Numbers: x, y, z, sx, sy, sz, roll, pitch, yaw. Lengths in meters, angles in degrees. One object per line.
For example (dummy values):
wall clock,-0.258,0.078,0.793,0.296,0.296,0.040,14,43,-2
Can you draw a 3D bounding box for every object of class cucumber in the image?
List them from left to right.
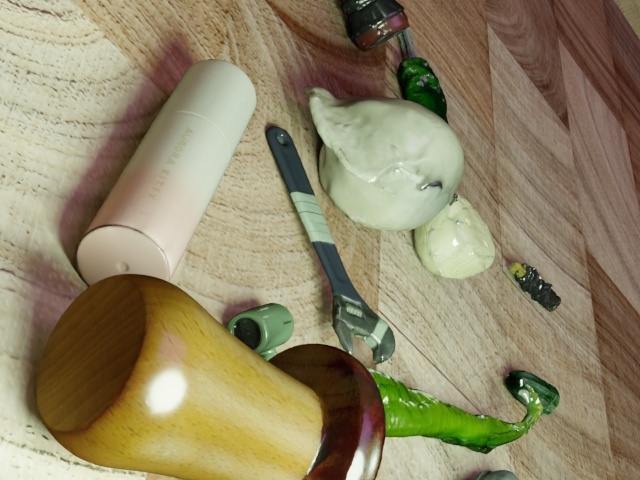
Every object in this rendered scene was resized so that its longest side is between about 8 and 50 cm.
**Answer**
cucumber,0.300,0.213,1.840,0.105,0.048,0.048,34,40,-45

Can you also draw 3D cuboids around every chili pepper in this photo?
chili pepper,0.161,-0.174,1.913,0.098,0.061,0.224,44,31,-48
chili pepper,0.149,0.206,1.542,0.359,0.076,0.085,15,58,-49

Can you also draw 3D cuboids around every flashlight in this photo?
flashlight,0.040,-0.390,1.852,0.232,0.093,0.093,62,27,-4

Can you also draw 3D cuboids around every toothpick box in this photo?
toothpick box,-0.079,0.145,1.071,0.294,0.192,0.192,33,40,-38

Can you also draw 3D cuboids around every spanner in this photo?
spanner,0.000,0.000,1.480,0.087,0.024,0.316,1,59,-49

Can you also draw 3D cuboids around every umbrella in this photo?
umbrella,0.341,0.070,2.050,0.144,0.037,0.040,38,50,-46

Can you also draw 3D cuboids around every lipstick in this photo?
lipstick,-0.140,-0.066,1.243,0.087,0.087,0.327,53,29,-22

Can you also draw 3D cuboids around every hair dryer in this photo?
hair dryer,-0.043,0.139,1.297,0.071,0.047,0.150,-13,85,-64

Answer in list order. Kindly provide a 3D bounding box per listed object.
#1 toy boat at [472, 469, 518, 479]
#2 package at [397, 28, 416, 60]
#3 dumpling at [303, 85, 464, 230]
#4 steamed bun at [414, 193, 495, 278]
toy boat,0.196,0.324,1.539,0.078,0.085,0.260,67,16,4
package,0.134,-0.315,2.034,0.037,0.015,0.110,19,52,-56
dumpling,0.065,-0.105,1.607,0.227,0.175,0.243,37,-21,23
steamed bun,0.175,-0.004,1.754,0.130,0.091,0.112,24,45,-54
